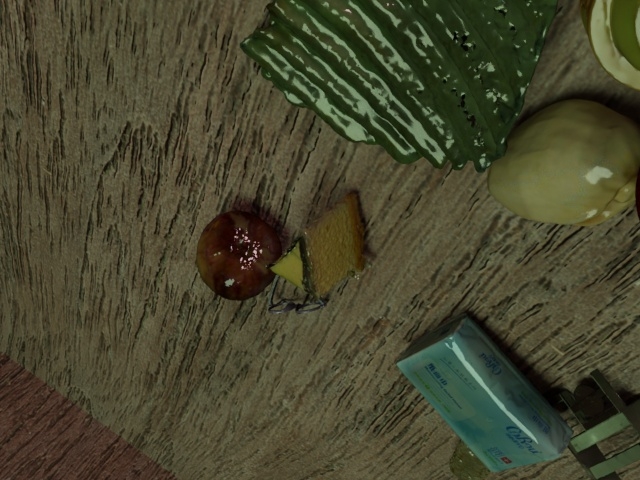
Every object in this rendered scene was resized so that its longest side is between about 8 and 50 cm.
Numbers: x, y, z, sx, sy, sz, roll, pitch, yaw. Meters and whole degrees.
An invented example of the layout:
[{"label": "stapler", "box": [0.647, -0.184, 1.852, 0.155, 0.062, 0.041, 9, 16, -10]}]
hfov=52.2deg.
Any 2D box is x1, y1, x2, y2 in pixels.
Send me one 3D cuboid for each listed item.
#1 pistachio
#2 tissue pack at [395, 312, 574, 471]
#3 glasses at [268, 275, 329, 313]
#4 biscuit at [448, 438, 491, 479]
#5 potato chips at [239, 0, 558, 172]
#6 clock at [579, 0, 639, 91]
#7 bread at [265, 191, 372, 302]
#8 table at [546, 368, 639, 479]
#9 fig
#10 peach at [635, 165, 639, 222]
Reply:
[{"label": "pistachio", "box": [0.293, -0.089, 0.768, 0.201, 0.117, 0.145, 1, 90, 61]}, {"label": "tissue pack", "box": [0.270, 0.266, 1.112, 0.263, 0.089, 0.177, 47, 141, 0]}, {"label": "glasses", "box": [-0.058, 0.083, 1.245, 0.140, 0.063, 0.103, -6, 102, 39]}, {"label": "biscuit", "box": [0.305, 0.419, 1.277, 0.082, 0.070, 0.168, 30, 142, 21]}, {"label": "potato chips", "box": [0.073, -0.238, 0.782, 0.389, 0.097, 0.373, 32, 144, 14]}, {"label": "clock", "box": [0.261, -0.293, 0.511, 0.200, 0.244, 0.317, -28, 105, 25]}, {"label": "bread", "box": [0.000, 0.000, 1.041, 0.127, 0.147, 0.152, 28, 134, 29]}, {"label": "table", "box": [0.462, 0.305, 1.053, 0.175, 0.063, 0.146, 59, 146, 24]}, {"label": "fig", "box": [-0.167, 0.035, 1.195, 0.231, 0.143, 0.160, -17, 75, 56]}, {"label": "peach", "box": [0.424, -0.100, 0.562, 0.258, 0.201, 0.361, -4, 152, 3]}]
